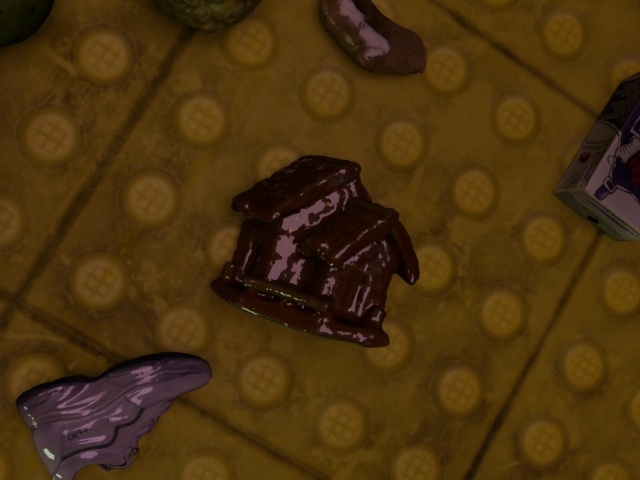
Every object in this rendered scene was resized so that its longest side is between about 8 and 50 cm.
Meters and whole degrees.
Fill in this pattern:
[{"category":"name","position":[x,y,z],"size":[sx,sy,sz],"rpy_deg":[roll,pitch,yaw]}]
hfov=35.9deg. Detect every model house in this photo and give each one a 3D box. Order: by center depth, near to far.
[{"category":"model house","position":[0.000,0.002,1.280],"size":[0.219,0.199,0.229],"rpy_deg":[14,89,-26]}]

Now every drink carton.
[{"category":"drink carton","position":[0.464,-0.122,1.447],"size":[0.134,0.102,0.222],"rpy_deg":[35,82,-13]}]

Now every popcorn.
[{"category":"popcorn","position":[-0.134,-0.377,1.246],"size":[0.184,0.204,0.221],"rpy_deg":[25,102,12]}]

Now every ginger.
[{"category":"ginger","position":[0.067,-0.290,1.364],"size":[0.190,0.069,0.095],"rpy_deg":[45,83,-10]}]

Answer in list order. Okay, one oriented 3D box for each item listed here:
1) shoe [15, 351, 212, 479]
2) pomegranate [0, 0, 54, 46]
[{"category":"shoe","position":[-0.251,0.225,1.257],"size":[0.245,0.095,0.137],"rpy_deg":[-15,95,-11]},{"category":"pomegranate","position":[-0.432,-0.330,1.189],"size":[0.263,0.211,0.211],"rpy_deg":[-7,90,30]}]
